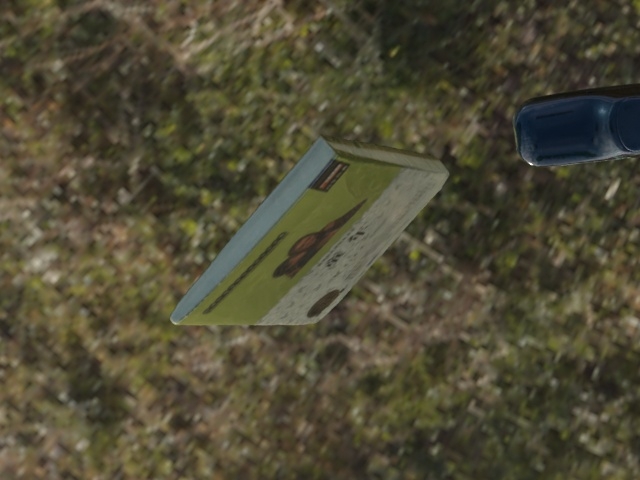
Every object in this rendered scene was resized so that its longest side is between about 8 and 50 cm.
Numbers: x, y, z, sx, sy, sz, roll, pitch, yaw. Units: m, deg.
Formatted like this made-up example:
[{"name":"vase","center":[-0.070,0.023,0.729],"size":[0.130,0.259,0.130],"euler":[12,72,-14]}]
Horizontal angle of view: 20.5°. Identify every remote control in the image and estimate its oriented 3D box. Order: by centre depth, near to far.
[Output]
[{"name":"remote control","center":[0.297,-0.115,1.712],"size":[0.222,0.042,0.072],"euler":[-7,103,14]}]

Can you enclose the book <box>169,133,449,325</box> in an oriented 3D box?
[{"name":"book","center":[0.000,0.000,1.814],"size":[0.035,0.352,0.239],"euler":[46,105,16]}]
